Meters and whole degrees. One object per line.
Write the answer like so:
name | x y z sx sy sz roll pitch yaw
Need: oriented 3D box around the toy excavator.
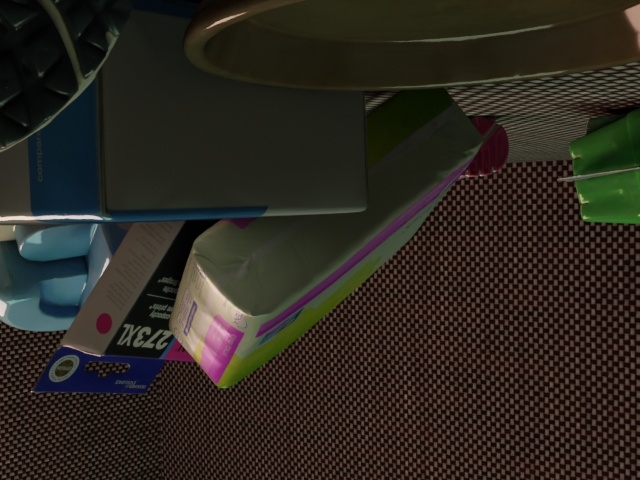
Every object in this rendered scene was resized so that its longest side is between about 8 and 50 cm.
toy excavator | -0.329 -0.016 0.989 0.445 0.222 0.433 -11 155 -30

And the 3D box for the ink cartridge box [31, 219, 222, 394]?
ink cartridge box | -0.133 0.027 0.927 0.069 0.371 0.176 41 -168 29

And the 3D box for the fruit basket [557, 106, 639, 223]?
fruit basket | 0.518 -0.120 1.155 0.353 0.165 0.327 -18 174 30

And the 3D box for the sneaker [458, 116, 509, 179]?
sneaker | 0.138 -0.120 1.282 0.252 0.103 0.111 0 -179 5

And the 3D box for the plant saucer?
plant saucer | 0.070 -0.115 0.446 0.278 0.041 0.278 -3 180 0

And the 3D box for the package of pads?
package of pads | 0.000 0.000 0.848 0.296 0.101 0.229 -37 170 -26

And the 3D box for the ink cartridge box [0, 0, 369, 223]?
ink cartridge box | -0.152 -0.077 0.637 0.307 0.129 0.223 0 -176 42

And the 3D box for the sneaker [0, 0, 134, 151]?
sneaker | -0.204 -0.074 0.375 0.283 0.110 0.122 -21 -159 10
